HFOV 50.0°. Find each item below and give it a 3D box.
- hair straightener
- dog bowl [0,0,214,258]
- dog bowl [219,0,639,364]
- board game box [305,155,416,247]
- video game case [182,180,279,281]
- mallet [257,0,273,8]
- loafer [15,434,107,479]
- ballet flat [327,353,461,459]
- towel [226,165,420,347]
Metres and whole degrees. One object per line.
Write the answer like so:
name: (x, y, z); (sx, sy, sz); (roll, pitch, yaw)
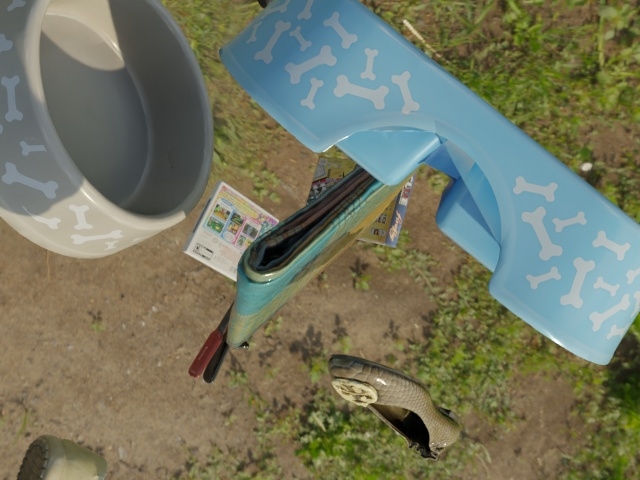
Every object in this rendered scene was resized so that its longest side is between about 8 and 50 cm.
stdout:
hair straightener: (-0.182, 0.190, 1.420); (0.089, 0.047, 0.230); (38, 72, -41)
dog bowl: (-0.251, -0.156, 0.802); (0.102, 0.349, 0.348); (-10, 117, 26)
dog bowl: (0.079, -0.052, 0.414); (0.297, 0.166, 0.074); (40, 107, 2)
board game box: (0.075, -0.087, 1.468); (0.042, 0.243, 0.165); (19, 86, -48)
video game case: (-0.160, -0.010, 1.253); (0.157, 0.019, 0.143); (35, 75, -41)
mallet: (0.031, -0.250, 0.623); (0.190, 0.062, 0.039); (-39, 139, -25)
loafer: (-0.317, 0.348, 0.785); (0.092, 0.102, 0.268); (16, 106, -34)
ballet flat: (0.081, 0.178, 0.716); (0.250, 0.084, 0.058); (44, 64, -48)
towel: (0.000, 0.000, 0.777); (0.271, 0.370, 0.040); (-41, 84, -19)
